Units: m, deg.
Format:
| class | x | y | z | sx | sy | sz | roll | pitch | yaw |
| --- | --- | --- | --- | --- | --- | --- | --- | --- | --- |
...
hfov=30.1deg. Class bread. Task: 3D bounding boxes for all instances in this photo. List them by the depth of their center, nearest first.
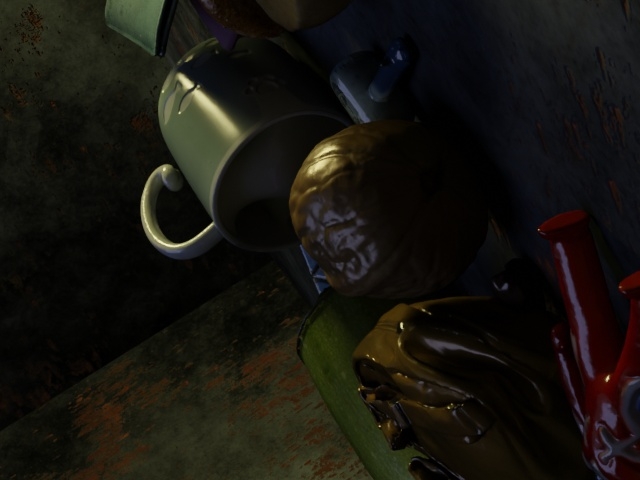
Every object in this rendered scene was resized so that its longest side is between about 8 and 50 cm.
| class | x | y | z | sx | sy | sz | roll | pitch | yaw |
| --- | --- | --- | --- | --- | --- | --- | --- | --- | --- |
| bread | -0.095 | -0.338 | 1.467 | 0.064 | 0.193 | 0.193 | -24 | 101 | 39 |

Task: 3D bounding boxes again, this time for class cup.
| class | x | y | z | sx | sy | sz | roll | pitch | yaw |
| --- | --- | --- | --- | --- | --- | --- | --- | --- | --- |
| cup | -0.139 | -0.132 | 1.837 | 0.259 | 0.357 | 0.274 | 43 | -172 | -48 |

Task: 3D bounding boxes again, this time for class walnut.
| class | x | y | z | sx | sy | sz | roll | pitch | yaw |
| --- | --- | --- | --- | --- | --- | --- | --- | --- | --- |
| walnut | 0.074 | -0.031 | 1.340 | 0.228 | 0.228 | 0.228 | 56 | 173 | 11 |

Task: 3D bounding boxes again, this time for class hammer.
| class | x | y | z | sx | sy | sz | roll | pitch | yaw |
| --- | --- | --- | --- | --- | --- | --- | --- | --- | --- |
| hammer | 0.072 | -0.185 | 1.359 | 0.116 | 0.070 | 0.194 | 57 | 165 | 7 |

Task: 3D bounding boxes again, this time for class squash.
| class | x | y | z | sx | sy | sz | roll | pitch | yaw |
| --- | --- | --- | --- | --- | --- | --- | --- | --- | --- |
| squash | 0.150 | 0.236 | 1.811 | 0.384 | 0.263 | 0.263 | 53 | 172 | 36 |

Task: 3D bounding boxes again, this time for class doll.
| class | x | y | z | sx | sy | sz | roll | pitch | yaw |
| --- | --- | --- | --- | --- | --- | --- | --- | --- | --- |
| doll | 0.286 | 0.163 | 1.118 | 0.188 | 0.099 | 0.384 | 45 | 156 | 59 |

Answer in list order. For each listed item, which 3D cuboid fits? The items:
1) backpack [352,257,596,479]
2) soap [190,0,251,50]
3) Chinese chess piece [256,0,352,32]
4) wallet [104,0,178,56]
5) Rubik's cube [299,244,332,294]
| class | x | y | z | sx | sy | sz | roll | pitch | yaw |
| --- | --- | --- | --- | --- | --- | --- | --- | --- | --- |
| backpack | 0.202 | 0.198 | 1.435 | 0.378 | 0.201 | 0.353 | 20 | 146 | 48 |
| soap | -0.121 | -0.363 | 1.656 | 0.122 | 0.065 | 0.203 | 54 | 158 | 6 |
| Chinese chess piece | -0.050 | -0.352 | 1.302 | 0.250 | 0.097 | 0.251 | 55 | 173 | 11 |
| wallet | -0.235 | -0.426 | 1.722 | 0.054 | 0.290 | 0.251 | 14 | -168 | -26 |
| Rubik's cube | 0.000 | 0.000 | 1.912 | 0.178 | 0.190 | 0.211 | 30 | 168 | 1 |
